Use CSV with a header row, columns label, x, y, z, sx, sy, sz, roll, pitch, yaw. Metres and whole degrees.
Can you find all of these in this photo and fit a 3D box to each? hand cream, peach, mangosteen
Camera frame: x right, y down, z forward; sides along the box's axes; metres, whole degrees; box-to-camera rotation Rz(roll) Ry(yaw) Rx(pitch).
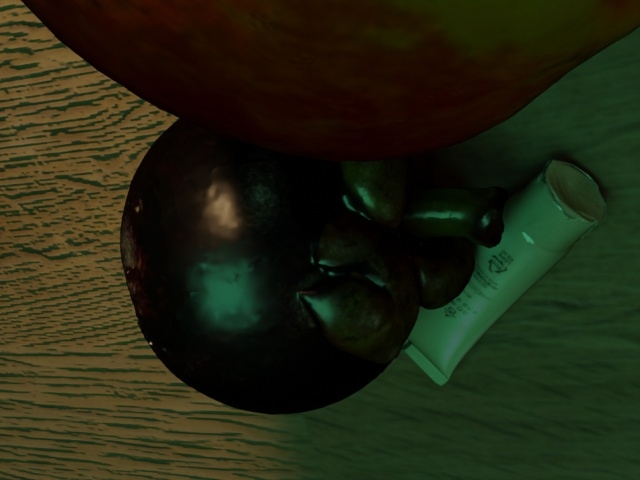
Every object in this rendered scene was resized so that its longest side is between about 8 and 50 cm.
label,x,y,z,sx,sy,sz,roll,pitch,yaw
hand cream,0.108,0.024,0.800,0.078,0.050,0.205,43,134,2
peach,0.001,-0.222,0.475,0.388,0.388,0.388,14,124,23
mangosteen,0.000,0.000,0.757,0.250,0.211,0.211,-16,109,24
